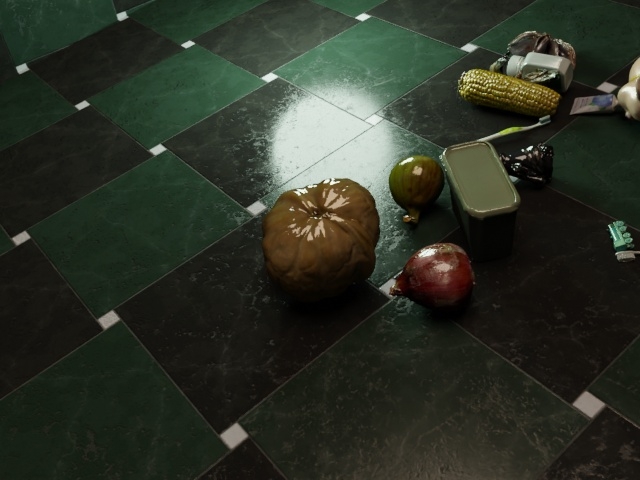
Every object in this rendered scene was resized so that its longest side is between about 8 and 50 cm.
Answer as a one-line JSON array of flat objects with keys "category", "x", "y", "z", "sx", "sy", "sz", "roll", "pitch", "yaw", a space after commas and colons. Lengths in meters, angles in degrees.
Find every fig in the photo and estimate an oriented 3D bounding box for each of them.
[{"category": "fig", "x": 0.255, "y": -0.127, "z": 1.736, "sx": 0.142, "sy": 0.148, "sz": 0.187, "roll": -3, "pitch": 81, "yaw": -10}]

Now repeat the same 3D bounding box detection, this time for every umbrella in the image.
[{"category": "umbrella", "x": 0.474, "y": -0.202, "z": 1.766, "sx": 0.272, "sy": 0.110, "sz": 0.122, "roll": 1, "pitch": 54, "yaw": 14}]

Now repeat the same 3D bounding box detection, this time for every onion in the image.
[{"category": "onion", "x": 0.244, "y": 0.088, "z": 1.489, "sx": 0.194, "sy": 0.160, "sz": 0.160, "roll": -11, "pitch": 43, "yaw": 1}]

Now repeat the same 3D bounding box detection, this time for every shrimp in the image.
[{"category": "shrimp", "x": 0.600, "y": -0.501, "z": 1.988, "sx": 0.219, "sy": 0.152, "sz": 0.046, "roll": 6, "pitch": 61, "yaw": 55}]

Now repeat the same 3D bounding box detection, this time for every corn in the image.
[{"category": "corn", "x": 0.557, "y": -0.435, "z": 1.992, "sx": 0.305, "sy": 0.106, "sz": 0.106, "roll": 23, "pitch": 54, "yaw": 28}]

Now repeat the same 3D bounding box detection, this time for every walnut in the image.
[{"category": "walnut", "x": 0.000, "y": 0.000, "z": 1.554, "sx": 0.285, "sy": 0.285, "sz": 0.296, "roll": 25, "pitch": 63, "yaw": 33}]

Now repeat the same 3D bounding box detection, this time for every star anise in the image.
[{"category": "star anise", "x": 0.705, "y": -0.599, "z": 2.110, "sx": 0.236, "sy": 0.093, "sz": 0.229, "roll": 34, "pitch": 33, "yaw": 27}]

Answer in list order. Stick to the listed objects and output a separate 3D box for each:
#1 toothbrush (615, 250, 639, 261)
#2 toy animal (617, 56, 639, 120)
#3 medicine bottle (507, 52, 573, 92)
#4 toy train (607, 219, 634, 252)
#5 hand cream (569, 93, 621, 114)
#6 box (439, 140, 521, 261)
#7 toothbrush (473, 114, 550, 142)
[{"category": "toothbrush", "x": 0.805, "y": 0.023, "z": 1.520, "sx": 0.257, "sy": 0.018, "sz": 0.024, "roll": -7, "pitch": 46, "yaw": 6}, {"category": "toy animal", "x": 0.919, "y": -0.422, "z": 1.853, "sx": 0.165, "sy": 0.149, "sz": 0.248, "roll": 25, "pitch": 52, "yaw": 2}, {"category": "medicine bottle", "x": 0.665, "y": -0.514, "z": 2.033, "sx": 0.183, "sy": 0.119, "sz": 0.069, "roll": 23, "pitch": 77, "yaw": 31}, {"category": "toy train", "x": 0.704, "y": -0.010, "z": 1.574, "sx": 0.045, "sy": 0.029, "sz": 0.092, "roll": -19, "pitch": 37, "yaw": 17}, {"category": "hand cream", "x": 0.801, "y": -0.394, "z": 1.937, "sx": 0.142, "sy": 0.053, "sz": 0.084, "roll": 5, "pitch": 46, "yaw": 32}, {"category": "box", "x": 0.382, "y": -0.096, "z": 1.627, "sx": 0.138, "sy": 0.178, "sz": 0.274, "roll": -11, "pitch": 43, "yaw": 2}, {"category": "toothbrush", "x": 0.539, "y": -0.306, "z": 1.923, "sx": 0.262, "sy": 0.026, "sz": 0.022, "roll": -20, "pitch": 43, "yaw": -3}]
